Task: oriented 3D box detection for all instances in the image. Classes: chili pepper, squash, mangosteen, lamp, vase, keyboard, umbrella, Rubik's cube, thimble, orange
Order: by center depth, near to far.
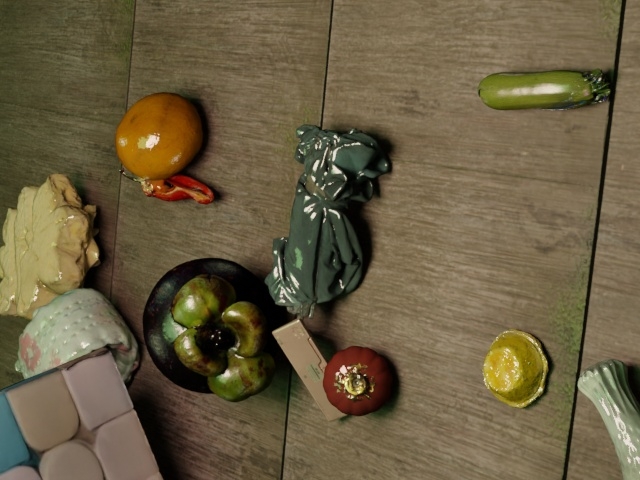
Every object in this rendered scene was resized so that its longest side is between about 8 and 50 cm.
[{"bbox_3d":[0.356,0.214,1.288,0.081,0.081,0.148,-45,58,37],"label":"vase"},{"bbox_3d":[0.272,-0.186,1.375,0.183,0.052,0.052,7,96,42],"label":"squash"},{"bbox_3d":[0.053,0.201,1.584,0.101,0.090,0.101,0,89,4],"label":"lamp"},{"bbox_3d":[-0.001,-0.001,1.625,0.143,0.094,0.348,22,109,36],"label":"umbrella"},{"bbox_3d":[-0.006,0.190,1.633,0.055,0.017,0.166,-27,102,25],"label":"keyboard"},{"bbox_3d":[-0.161,0.136,1.699,0.243,0.243,0.243,2,93,45],"label":"mangosteen"},{"bbox_3d":[-0.493,0.412,1.772,0.344,0.347,0.346,-24,87,38],"label":"Rubik's cube"},{"bbox_3d":[-0.269,-0.173,1.859,0.156,0.124,0.156,-28,43,30],"label":"orange"},{"bbox_3d":[-0.260,-0.097,1.914,0.268,0.050,0.059,12,121,43],"label":"chili pepper"},{"bbox_3d":[-0.444,0.204,2.009,0.211,0.185,0.149,-40,60,-4],"label":"thimble"}]

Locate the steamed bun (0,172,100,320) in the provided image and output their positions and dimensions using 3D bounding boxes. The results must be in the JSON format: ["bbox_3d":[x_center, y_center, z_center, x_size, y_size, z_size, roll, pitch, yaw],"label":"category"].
[{"bbox_3d":[-0.504,0.022,2.108,0.292,0.137,0.295,21,93,51],"label":"steamed bun"}]

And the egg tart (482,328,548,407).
[{"bbox_3d":[0.244,0.165,1.424,0.105,0.039,0.105,0,90,47],"label":"egg tart"}]
